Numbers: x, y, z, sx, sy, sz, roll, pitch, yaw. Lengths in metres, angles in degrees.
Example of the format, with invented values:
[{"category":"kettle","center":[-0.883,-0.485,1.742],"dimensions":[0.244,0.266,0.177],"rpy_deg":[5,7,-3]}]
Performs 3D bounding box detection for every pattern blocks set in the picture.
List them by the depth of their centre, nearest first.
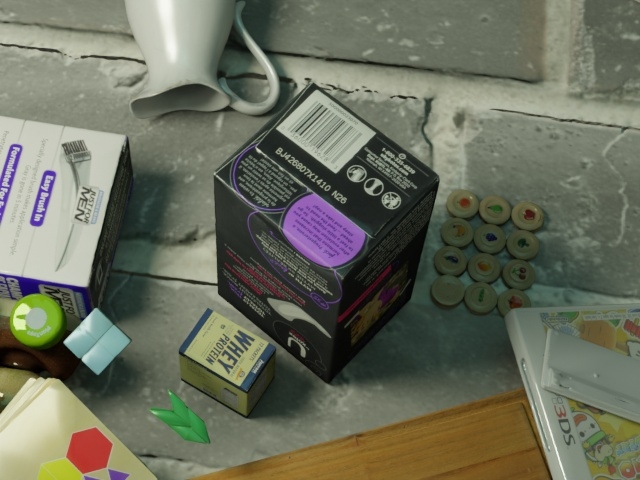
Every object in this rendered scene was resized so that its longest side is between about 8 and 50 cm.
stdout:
[{"category":"pattern blocks set","center":[-0.259,0.234,1.259],"dimensions":[0.325,0.026,0.285],"rpy_deg":[-37,89,-5]}]

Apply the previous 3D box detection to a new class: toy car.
[{"category":"toy car","center":[-0.317,0.150,1.345],"dimensions":[0.149,0.155,0.188],"rpy_deg":[11,76,2]}]

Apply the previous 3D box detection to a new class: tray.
[{"category":"tray","center":[0.041,0.293,1.329],"dimensions":[0.411,0.076,0.202],"rpy_deg":[-13,65,-11]}]

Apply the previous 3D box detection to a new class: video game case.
[{"category":"video game case","center":[0.314,0.160,1.399],"dimensions":[0.227,0.026,0.206],"rpy_deg":[-1,61,-25]}]

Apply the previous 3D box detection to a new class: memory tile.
[{"category":"memory tile","center":[0.183,0.014,1.510],"dimensions":[0.113,0.012,0.148],"rpy_deg":[12,64,2]}]

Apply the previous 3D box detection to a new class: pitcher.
[{"category":"pitcher","center":[-0.134,-0.242,1.571],"dimensions":[0.178,0.125,0.207],"rpy_deg":[4,72,-25]}]

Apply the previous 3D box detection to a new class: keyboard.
[{"category":"keyboard","center":[0.342,0.159,1.385],"dimensions":[0.256,0.014,0.072],"rpy_deg":[20,48,-8]}]

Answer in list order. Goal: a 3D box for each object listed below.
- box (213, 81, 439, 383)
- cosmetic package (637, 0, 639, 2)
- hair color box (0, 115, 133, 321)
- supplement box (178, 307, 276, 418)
[{"category":"box","center":[0.000,0.000,1.361],"dimensions":[0.165,0.270,0.143],"rpy_deg":[39,68,15]},{"category":"cosmetic package","center":[0.468,-0.363,1.620],"dimensions":[0.151,0.183,0.151],"rpy_deg":[28,66,10]},{"category":"hair color box","center":[-0.383,-0.036,1.448],"dimensions":[0.339,0.110,0.185],"rpy_deg":[9,62,3]},{"category":"supplement box","center":[-0.094,0.125,1.397],"dimensions":[0.083,0.083,0.056],"rpy_deg":[29,65,10]}]
